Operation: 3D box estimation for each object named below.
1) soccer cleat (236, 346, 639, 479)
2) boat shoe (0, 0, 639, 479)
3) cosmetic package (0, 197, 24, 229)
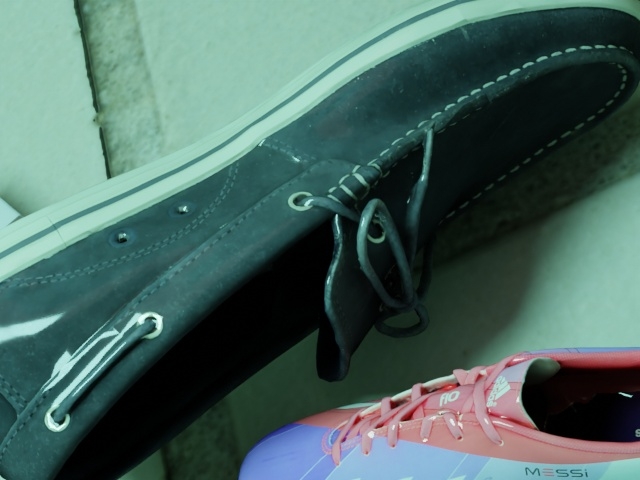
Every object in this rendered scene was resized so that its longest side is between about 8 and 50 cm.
[{"bbox_3d":[0.088,0.108,1.054,0.318,0.116,0.109,-7,52,22],"label":"soccer cleat"},{"bbox_3d":[0.000,0.000,1.133,0.500,0.187,0.156,-28,64,-13],"label":"boat shoe"},{"bbox_3d":[-0.228,0.041,1.289,0.117,0.085,0.231,-46,50,-12],"label":"cosmetic package"}]
